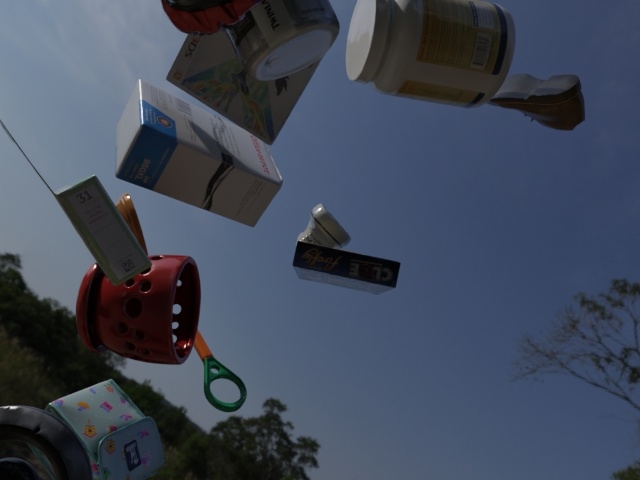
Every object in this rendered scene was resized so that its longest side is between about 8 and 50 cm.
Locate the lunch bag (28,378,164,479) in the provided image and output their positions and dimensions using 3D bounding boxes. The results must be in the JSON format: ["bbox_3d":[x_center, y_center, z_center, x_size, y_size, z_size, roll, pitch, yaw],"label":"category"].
[{"bbox_3d":[-0.518,0.485,1.240,0.262,0.160,0.223,41,11,14],"label":"lunch bag"}]

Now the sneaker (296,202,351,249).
[{"bbox_3d":[0.000,0.000,1.045,0.094,0.091,0.258,49,-5,10],"label":"sneaker"}]

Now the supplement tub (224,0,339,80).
[{"bbox_3d":[-0.119,-0.505,1.005,0.338,0.207,0.207,64,-29,0],"label":"supplement tub"}]

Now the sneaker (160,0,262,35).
[{"bbox_3d":[-0.039,-0.264,0.422,0.276,0.098,0.135,-13,-15,19],"label":"sneaker"}]

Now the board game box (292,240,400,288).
[{"bbox_3d":[0.039,0.054,0.915,0.165,0.042,0.243,12,-8,2],"label":"board game box"}]

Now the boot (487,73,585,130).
[{"bbox_3d":[0.490,-0.323,1.235,0.115,0.112,0.305,52,-5,-29],"label":"boot"}]

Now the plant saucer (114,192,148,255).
[{"bbox_3d":[-0.448,-0.013,1.232,0.200,0.037,0.200,47,-34,46],"label":"plant saucer"}]

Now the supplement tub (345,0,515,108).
[{"bbox_3d":[0.233,-0.425,1.147,0.316,0.228,0.228,5,-21,-15],"label":"supplement tub"}]

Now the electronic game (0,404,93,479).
[{"bbox_3d":[-0.425,0.342,0.704,0.229,0.229,0.048,32,-9,3],"label":"electronic game"}]

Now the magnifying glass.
[{"bbox_3d":[-0.245,0.291,1.185,0.231,0.092,0.026,51,-53,32],"label":"magnifying glass"}]

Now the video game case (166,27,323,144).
[{"bbox_3d":[-0.192,-0.461,1.350,0.329,0.300,0.036,32,16,-3],"label":"video game case"}]

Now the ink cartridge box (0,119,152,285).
[{"bbox_3d":[-0.300,-0.064,0.624,0.171,0.056,0.235,11,-50,61],"label":"ink cartridge box"}]

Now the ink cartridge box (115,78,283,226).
[{"bbox_3d":[-0.330,-0.230,1.413,0.394,0.166,0.285,21,28,-32],"label":"ink cartridge box"}]

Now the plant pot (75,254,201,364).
[{"bbox_3d":[-0.315,0.118,0.911,0.174,0.191,0.191,2,-30,0],"label":"plant pot"}]
